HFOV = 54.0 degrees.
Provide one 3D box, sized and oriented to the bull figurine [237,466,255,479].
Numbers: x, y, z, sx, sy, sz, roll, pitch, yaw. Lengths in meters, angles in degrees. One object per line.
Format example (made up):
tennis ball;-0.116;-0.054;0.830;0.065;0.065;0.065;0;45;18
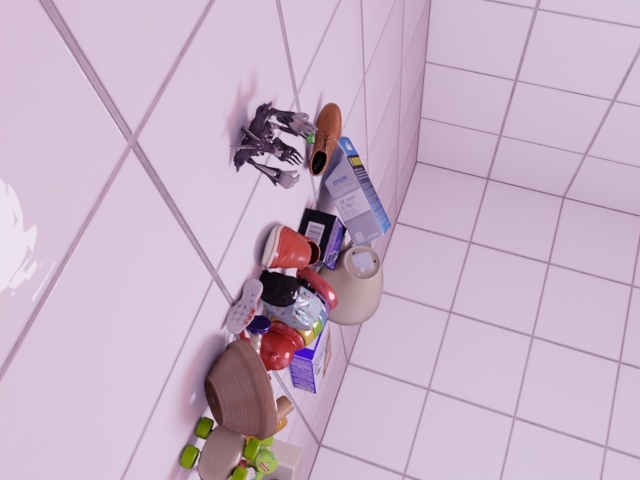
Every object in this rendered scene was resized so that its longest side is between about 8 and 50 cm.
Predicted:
bull figurine;-0.263;0.801;1.782;0.188;0.101;0.310;50;56;-29

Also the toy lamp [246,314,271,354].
toy lamp;-0.183;0.336;1.687;0.080;0.080;0.274;-50;151;-61

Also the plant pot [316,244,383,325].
plant pot;0.114;0.127;2.156;0.274;0.257;0.256;109;3;-62

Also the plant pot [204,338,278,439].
plant pot;-0.197;0.357;1.458;0.110;0.237;0.237;-16;131;-27

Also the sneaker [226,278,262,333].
sneaker;-0.181;0.171;1.540;0.065;0.061;0.158;100;13;-52

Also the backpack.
backpack;-0.074;0.163;1.677;0.182;0.152;0.115;45;68;-45

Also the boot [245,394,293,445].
boot;-0.195;0.535;1.783;0.211;0.104;0.295;-31;168;-24

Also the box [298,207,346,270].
box;0.000;0.000;1.981;0.207;0.108;0.153;40;66;-76

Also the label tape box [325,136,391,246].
label tape box;0.107;-0.168;2.099;0.347;0.115;0.249;63;14;-2

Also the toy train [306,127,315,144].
toy train;-0.028;-0.286;1.708;0.083;0.024;0.017;74;34;-66

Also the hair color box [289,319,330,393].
hair color box;-0.036;0.421;2.341;0.339;0.110;0.185;88;21;-58

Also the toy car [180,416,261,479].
toy car;-0.245;0.543;1.533;0.188;0.155;0.149;105;9;-51

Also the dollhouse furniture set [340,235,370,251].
dollhouse furniture set;0.110;0.068;2.406;0.182;0.161;0.101;73;35;-65

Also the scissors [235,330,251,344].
scissors;-0.206;0.346;1.611;0.109;0.021;0.297;-125;-143;-47

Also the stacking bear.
stacking bear;-0.085;0.246;1.811;0.289;0.164;0.175;-54;-179;-33

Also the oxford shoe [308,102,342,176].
oxford shoe;0.016;-0.278;1.756;0.076;0.076;0.212;-87;-171;-75

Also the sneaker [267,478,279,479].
sneaker;-0.199;0.915;1.987;0.341;0.140;0.125;-50;123;-38

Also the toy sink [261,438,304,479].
toy sink;-0.161;0.830;2.198;0.131;0.153;0.234;-43;145;-67

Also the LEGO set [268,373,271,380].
LEGO set;-0.172;0.360;1.882;0.244;0.060;0.182;-62;151;-46

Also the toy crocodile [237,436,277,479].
toy crocodile;-0.222;0.726;1.939;0.340;0.105;0.115;-69;-157;0

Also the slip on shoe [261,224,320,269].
slip on shoe;-0.077;0.027;1.710;0.331;0.101;0.123;10;97;-76

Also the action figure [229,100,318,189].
action figure;-0.085;-0.206;1.315;0.164;0.141;0.276;-66;172;18
